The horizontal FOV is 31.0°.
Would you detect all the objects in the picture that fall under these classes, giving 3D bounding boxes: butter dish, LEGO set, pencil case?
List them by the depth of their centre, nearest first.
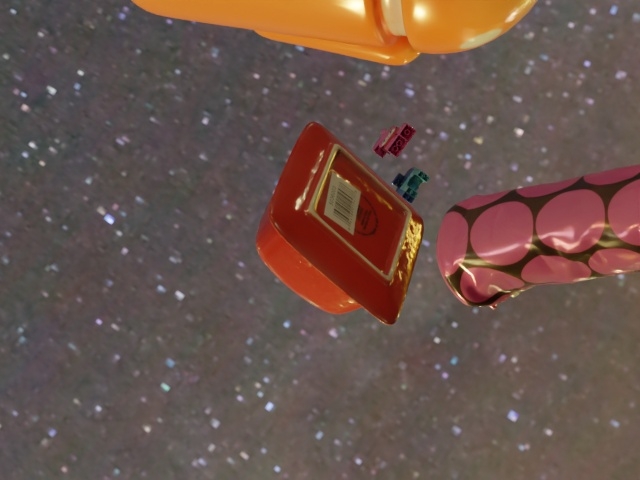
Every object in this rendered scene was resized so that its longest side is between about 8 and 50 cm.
[{"bbox_3d":[0.196,0.000,0.853,0.095,0.209,0.098,-52,-57,-45],"label":"pencil case"},{"bbox_3d":[0.000,0.000,1.065,0.160,0.118,0.160,42,-140,-18],"label":"butter dish"},{"bbox_3d":[0.074,-0.058,1.664,0.087,0.093,0.227,36,-89,-20],"label":"LEGO set"}]

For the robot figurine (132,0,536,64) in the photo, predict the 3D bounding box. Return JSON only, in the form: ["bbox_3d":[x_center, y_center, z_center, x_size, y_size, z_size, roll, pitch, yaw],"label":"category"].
[{"bbox_3d":[0.001,-0.140,0.434,0.128,0.219,0.158,-47,-35,-66],"label":"robot figurine"}]
